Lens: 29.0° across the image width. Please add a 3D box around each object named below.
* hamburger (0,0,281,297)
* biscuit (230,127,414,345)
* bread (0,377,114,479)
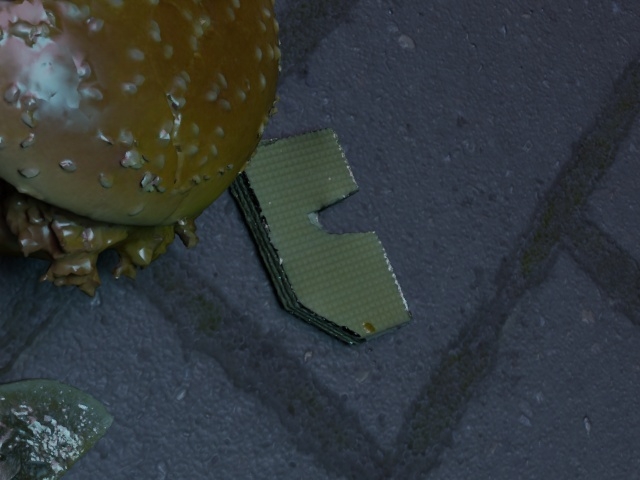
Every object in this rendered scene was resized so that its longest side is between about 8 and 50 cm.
[{"bbox_3d":[-0.193,-0.106,1.124,0.445,0.268,0.287,-33,109,-56],"label":"hamburger"},{"bbox_3d":[0.000,0.000,1.360,0.147,0.046,0.250,-20,83,-37],"label":"biscuit"},{"bbox_3d":[-0.283,0.186,1.119,0.112,0.036,0.193,49,54,-6],"label":"bread"}]
